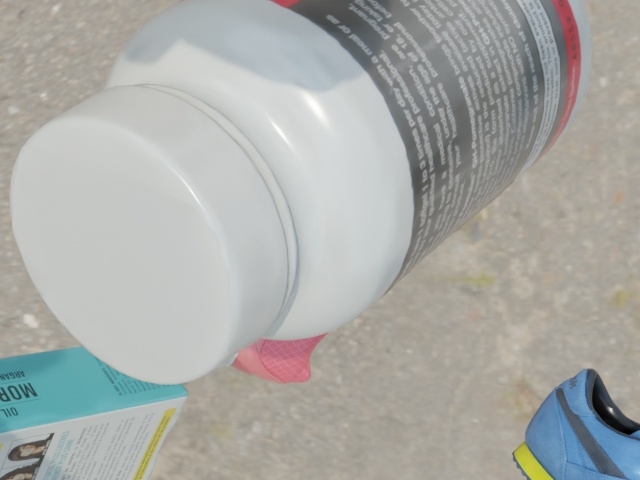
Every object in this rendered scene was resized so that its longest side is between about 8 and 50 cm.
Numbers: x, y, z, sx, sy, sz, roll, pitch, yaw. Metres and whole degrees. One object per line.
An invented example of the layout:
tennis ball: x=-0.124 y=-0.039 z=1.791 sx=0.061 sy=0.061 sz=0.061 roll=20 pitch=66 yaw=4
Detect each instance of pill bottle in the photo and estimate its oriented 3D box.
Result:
pill bottle: x=-0.001 y=-0.058 z=0.706 sx=0.318 sy=0.176 sz=0.176 roll=-38 pitch=108 yaw=-46

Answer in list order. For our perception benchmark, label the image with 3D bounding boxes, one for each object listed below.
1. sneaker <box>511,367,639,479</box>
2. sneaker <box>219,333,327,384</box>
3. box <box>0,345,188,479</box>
sneaker: x=0.205 y=0.159 z=0.799 sx=0.069 sy=0.209 sz=0.082 roll=12 pitch=118 yaw=-54
sneaker: x=0.000 y=0.000 z=1.325 sx=0.136 sy=0.116 sz=0.314 roll=27 pitch=102 yaw=-16
box: x=-0.208 y=0.128 z=0.851 sx=0.244 sy=0.060 sz=0.100 roll=-6 pitch=134 yaw=-42
